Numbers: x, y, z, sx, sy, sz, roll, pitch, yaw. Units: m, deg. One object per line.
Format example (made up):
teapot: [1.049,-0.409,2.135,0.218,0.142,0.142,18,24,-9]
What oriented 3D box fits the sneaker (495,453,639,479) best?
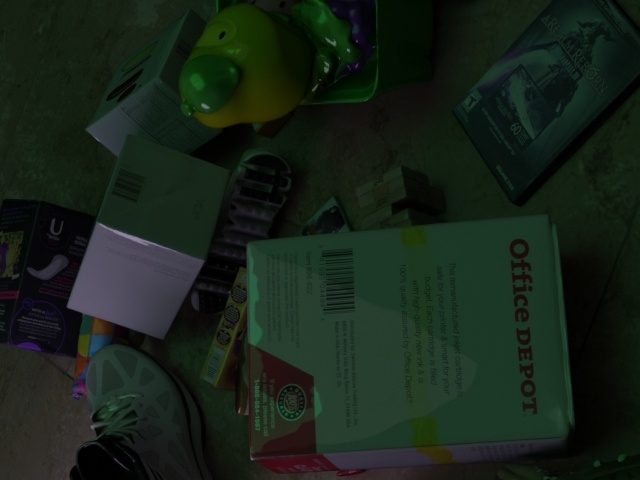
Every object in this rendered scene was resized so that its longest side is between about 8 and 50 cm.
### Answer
sneaker: [0.382,0.290,1.460,0.410,0.158,0.182,5,49,49]

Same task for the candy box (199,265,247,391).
candy box: [-0.103,0.143,2.005,0.053,0.109,0.187,21,93,48]

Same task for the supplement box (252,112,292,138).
supplement box: [-0.091,-0.228,2.174,0.062,0.036,0.098,-45,49,27]

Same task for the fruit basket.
fruit basket: [-0.059,-0.302,1.912,0.392,0.392,0.283,3,93,47]

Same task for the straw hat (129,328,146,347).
straw hat: [-0.286,0.113,2.239,0.061,0.144,0.144,-1,72,5]

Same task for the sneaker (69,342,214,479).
sneaker: [-0.295,0.299,2.018,0.169,0.257,0.447,-35,54,4]

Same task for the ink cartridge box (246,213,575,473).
ink cartridge box: [0.112,0.136,1.612,0.384,0.160,0.279,-5,70,10]

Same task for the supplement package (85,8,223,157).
supplement package: [-0.261,-0.248,2.230,0.203,0.149,0.194,-29,31,37]

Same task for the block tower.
block tower: [0.132,0.069,1.796,0.097,0.091,0.335,-27,59,39]

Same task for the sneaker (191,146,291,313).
sneaker: [-0.134,-0.017,2.114,0.292,0.110,0.118,-66,21,11]

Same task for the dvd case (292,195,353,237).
dvd case: [0.000,0.000,2.017,0.119,0.013,0.087,-45,48,28]

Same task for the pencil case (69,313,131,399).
pencil case: [-0.380,0.171,2.298,0.104,0.104,0.236,-8,70,45]

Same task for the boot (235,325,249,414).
boot: [-0.034,0.185,1.808,0.213,0.165,0.077,-94,11,-68]

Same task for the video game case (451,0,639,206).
video game case: [0.312,-0.207,1.751,0.274,0.026,0.196,-48,47,25]

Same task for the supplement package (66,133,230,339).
supplement package: [-0.278,0.002,2.067,0.293,0.175,0.177,123,163,-55]

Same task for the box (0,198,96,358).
box: [-0.523,0.071,2.432,0.143,0.165,0.270,5,80,47]

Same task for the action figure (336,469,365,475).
action figure: [-0.014,0.204,1.898,0.139,0.091,0.280,-14,66,31]
